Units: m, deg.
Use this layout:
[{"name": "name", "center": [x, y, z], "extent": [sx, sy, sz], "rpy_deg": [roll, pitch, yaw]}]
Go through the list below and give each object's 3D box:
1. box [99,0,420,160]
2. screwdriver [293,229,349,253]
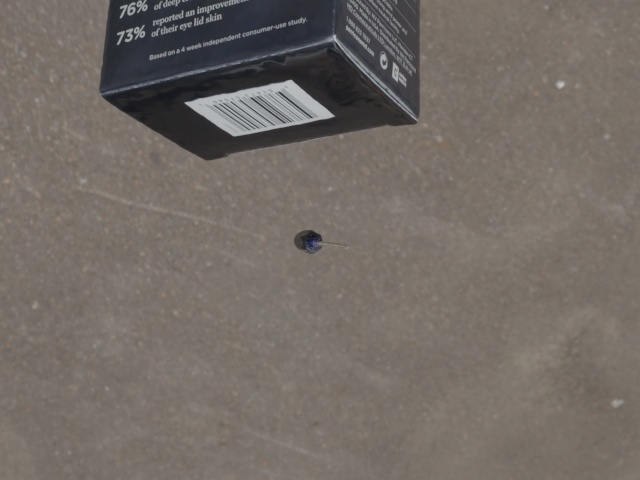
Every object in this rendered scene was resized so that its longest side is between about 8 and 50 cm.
[{"name": "box", "center": [-0.029, -0.168, 0.540], "extent": [0.153, 0.207, 0.108], "rpy_deg": [-6, 161, 28]}, {"name": "screwdriver", "center": [0.000, 0.000, 0.868], "extent": [0.024, 0.170, 0.025], "rpy_deg": [-36, 95, -11]}]
